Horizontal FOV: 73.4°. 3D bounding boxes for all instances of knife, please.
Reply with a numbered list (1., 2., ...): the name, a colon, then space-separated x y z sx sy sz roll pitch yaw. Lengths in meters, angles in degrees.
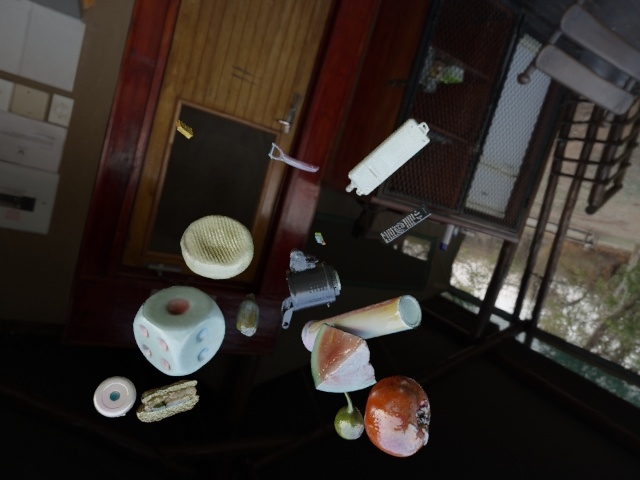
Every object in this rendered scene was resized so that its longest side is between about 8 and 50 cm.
1. knife: -0.143 -0.417 2.281 0.277 0.053 0.123 24 156 -7

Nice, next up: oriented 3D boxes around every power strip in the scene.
1. power strip: 0.220 -0.273 1.445 0.098 0.338 0.058 46 -165 -14

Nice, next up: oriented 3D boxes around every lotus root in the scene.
1. lotus root: -0.321 0.328 1.920 0.088 0.192 0.113 -8 146 19

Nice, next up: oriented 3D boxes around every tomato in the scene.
1. tomato: 0.230 0.543 1.326 0.188 0.232 0.232 -11 169 37

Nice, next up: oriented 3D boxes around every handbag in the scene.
1. handbag: -0.638 -0.524 2.014 0.083 0.027 0.061 38 -150 -57

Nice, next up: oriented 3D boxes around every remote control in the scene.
1. remote control: 0.386 -0.075 1.949 0.063 0.245 0.025 61 -165 19

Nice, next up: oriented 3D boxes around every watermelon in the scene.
1. watermelon: 0.076 0.324 1.246 0.136 0.202 0.207 21 -135 -51

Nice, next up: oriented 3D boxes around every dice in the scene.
1. dice: -0.574 0.367 1.761 0.268 0.263 0.264 23 -144 24

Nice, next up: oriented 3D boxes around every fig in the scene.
1. fig: 0.130 0.767 1.922 0.149 0.245 0.149 -4 -159 1

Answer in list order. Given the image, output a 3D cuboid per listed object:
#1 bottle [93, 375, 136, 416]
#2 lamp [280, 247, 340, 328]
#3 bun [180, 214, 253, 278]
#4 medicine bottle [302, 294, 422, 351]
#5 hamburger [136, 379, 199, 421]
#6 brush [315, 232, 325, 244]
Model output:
1. bottle: -0.826 0.640 1.742 0.147 0.148 0.236 15 153 -14
2. lamp: -0.039 0.230 2.073 0.272 0.374 0.205 6 -168 -8
3. bun: -0.314 0.028 1.319 0.222 0.222 0.127 17 150 5
4. medicine bottle: 0.113 0.255 1.297 0.108 0.108 0.426 11 154 -38
5. hamburger: -0.664 0.686 1.838 0.262 0.124 0.131 -3 172 -45
6. brush: 0.000 0.000 1.477 0.018 0.021 0.083 3 155 17
